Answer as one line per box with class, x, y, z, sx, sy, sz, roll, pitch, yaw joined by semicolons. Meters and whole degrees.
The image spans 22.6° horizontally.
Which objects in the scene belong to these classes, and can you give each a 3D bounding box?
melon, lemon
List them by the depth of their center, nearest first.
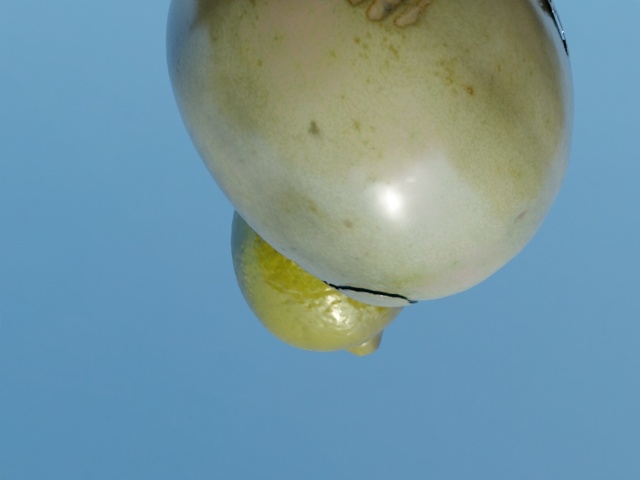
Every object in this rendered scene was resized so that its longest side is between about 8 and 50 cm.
melon;0.045;-0.103;1.113;0.330;0.269;0.268;51;-151;-31
lemon;0.000;0.000;1.540;0.184;0.248;0.184;-14;-157;6
